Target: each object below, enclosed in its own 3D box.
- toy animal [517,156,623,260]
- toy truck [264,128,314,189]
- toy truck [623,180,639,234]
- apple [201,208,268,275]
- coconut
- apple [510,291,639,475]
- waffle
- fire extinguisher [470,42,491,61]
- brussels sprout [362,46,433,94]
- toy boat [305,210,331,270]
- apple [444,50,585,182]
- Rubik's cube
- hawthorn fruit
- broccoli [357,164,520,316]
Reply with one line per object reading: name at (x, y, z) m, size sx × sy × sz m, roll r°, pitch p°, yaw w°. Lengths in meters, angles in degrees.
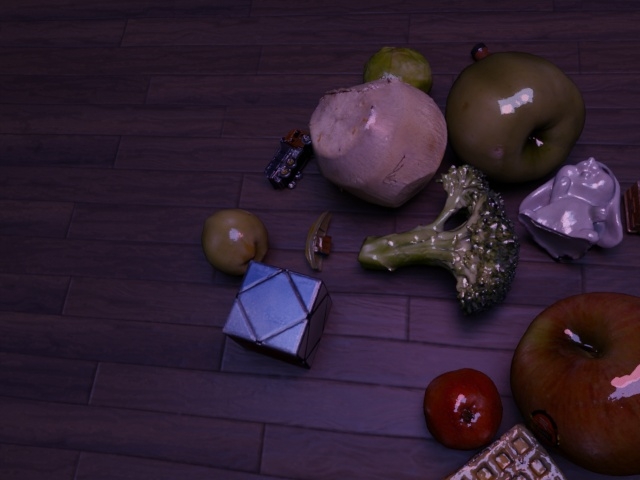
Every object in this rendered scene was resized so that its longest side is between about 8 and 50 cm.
toy animal at (0.672, -0.074, 1.583) m, size 0.289 × 0.174 × 0.249 m, roll -35°, pitch 55°, yaw -4°
toy truck at (-0.090, -0.242, 1.814) m, size 0.092 × 0.083 × 0.192 m, roll 27°, pitch 76°, yaw 23°
toy truck at (0.970, -0.096, 1.533) m, size 0.339 × 0.184 × 0.132 m, roll 2°, pitch 70°, yaw 10°
apple at (-0.237, 0.003, 1.686) m, size 0.200 × 0.200 × 0.200 m, roll -3°, pitch 68°, yaw 8°
coconut at (0.164, -0.267, 1.655) m, size 0.346 × 0.360 × 0.346 m, roll -21°, pitch 59°, yaw 40°
apple at (0.624, 0.313, 1.330) m, size 0.400 × 0.333 × 0.400 m, roll -24°, pitch 34°, yaw 18°
waffle at (0.479, 0.630, 1.360) m, size 0.261 × 0.114 × 0.376 m, roll -35°, pitch 67°, yaw -9°
fire extinguisher at (0.529, -0.527, 1.853) m, size 0.062 × 0.050 × 0.177 m, roll -12°, pitch 61°, yaw -39°
brussels sprout at (0.231, -0.486, 1.818) m, size 0.223 × 0.161 × 0.223 m, roll -6°, pitch 65°, yaw 12°
toy boat at (0.000, 0.000, 1.712) m, size 0.066 × 0.065 × 0.172 m, roll 2°, pitch 73°, yaw 24°
apple at (0.501, -0.329, 1.621) m, size 0.358 × 0.357 × 0.357 m, roll -3°, pitch 68°, yaw 8°
Rubik's cube at (-0.103, 0.193, 1.574) m, size 0.205 × 0.207 × 0.204 m, roll 15°, pitch 72°, yaw 16°
hawthorn fruit at (0.335, 0.397, 1.415) m, size 0.197 × 0.225 × 0.196 m, roll -1°, pitch 81°, yaw 7°
broccoli at (0.320, 0.051, 1.569) m, size 0.397 × 0.274 × 0.353 m, roll -29°, pitch 45°, yaw 4°
